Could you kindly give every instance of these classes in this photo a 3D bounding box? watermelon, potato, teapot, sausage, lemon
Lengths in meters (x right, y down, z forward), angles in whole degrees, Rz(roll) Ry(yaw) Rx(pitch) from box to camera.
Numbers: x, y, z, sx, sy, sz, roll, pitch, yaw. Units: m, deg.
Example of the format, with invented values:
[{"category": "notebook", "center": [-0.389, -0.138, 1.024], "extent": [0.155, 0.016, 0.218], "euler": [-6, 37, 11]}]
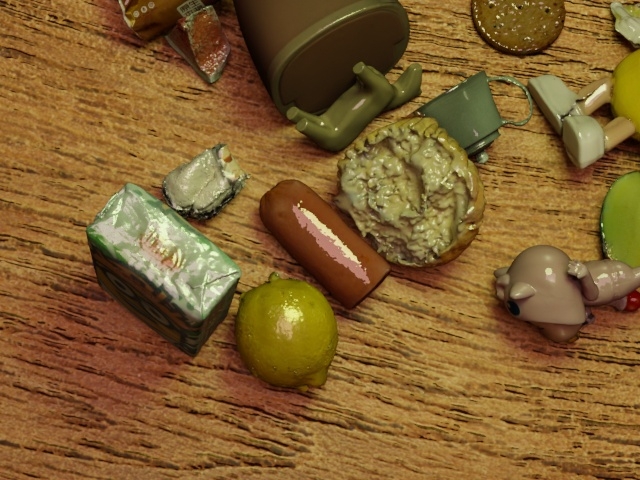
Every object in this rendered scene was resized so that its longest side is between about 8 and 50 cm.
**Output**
[{"category": "watermelon", "center": [-0.228, -0.387, 1.783], "extent": [0.098, 0.158, 0.121], "euler": [-45, 57, -10]}, {"category": "potato", "center": [0.567, -0.030, 1.811], "extent": [0.119, 0.054, 0.198], "euler": [1, 72, -5]}, {"category": "teapot", "center": [0.270, -0.209, 1.773], "extent": [0.239, 0.162, 0.149], "euler": [-29, 91, 19]}, {"category": "sausage", "center": [0.000, 0.000, 1.721], "extent": [0.259, 0.113, 0.113], "euler": [44, 77, 4]}, {"category": "lemon", "center": [-0.055, 0.158, 1.647], "extent": [0.173, 0.173, 0.206], "euler": [-26, 80, -11]}]

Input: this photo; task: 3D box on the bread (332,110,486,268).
[{"category": "bread", "center": [0.166, -0.086, 1.710], "extent": [0.274, 0.274, 0.149], "euler": [41, 38, 5]}]

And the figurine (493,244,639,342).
[{"category": "figurine", "center": [0.451, 0.098, 1.710], "extent": [0.287, 0.176, 0.186], "euler": [-5, 100, -11]}]

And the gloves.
[{"category": "gloves", "center": [-0.205, -0.097, 1.744], "extent": [0.153, 0.070, 0.114], "euler": [-36, 89, -12]}]

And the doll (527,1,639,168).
[{"category": "doll", "center": [0.603, -0.276, 1.824], "extent": [0.423, 0.161, 0.348], "euler": [-42, 70, -17]}]

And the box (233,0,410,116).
[{"category": "box", "center": [-0.009, -0.386, 1.726], "extent": [0.300, 0.301, 0.216], "euler": [-26, 70, -11]}]

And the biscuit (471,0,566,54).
[{"category": "biscuit", "center": [0.385, -0.447, 1.902], "extent": [0.187, 0.027, 0.188], "euler": [1, 75, -5]}]

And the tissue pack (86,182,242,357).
[{"category": "tissue pack", "center": [-0.254, 0.055, 1.579], "extent": [0.228, 0.311, 0.128], "euler": [37, 72, 3]}]

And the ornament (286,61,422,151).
[{"category": "ornament", "center": [0.079, -0.252, 1.763], "extent": [0.230, 0.245, 0.061], "euler": [-44, 65, 11]}]

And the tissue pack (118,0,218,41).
[{"category": "tissue pack", "center": [-0.268, -0.491, 1.783], "extent": [0.226, 0.092, 0.183], "euler": [-27, 68, 6]}]
